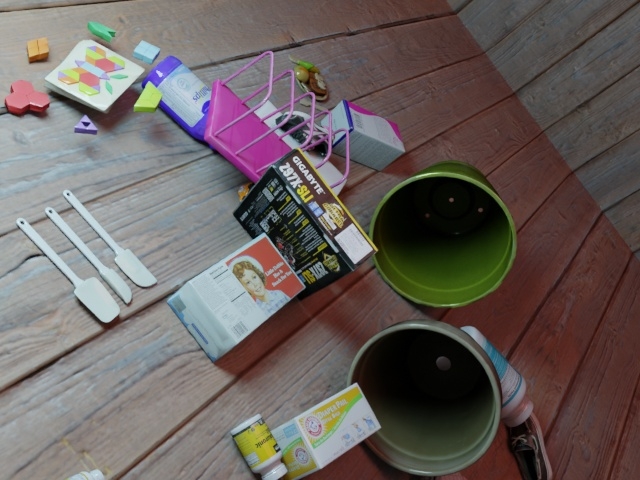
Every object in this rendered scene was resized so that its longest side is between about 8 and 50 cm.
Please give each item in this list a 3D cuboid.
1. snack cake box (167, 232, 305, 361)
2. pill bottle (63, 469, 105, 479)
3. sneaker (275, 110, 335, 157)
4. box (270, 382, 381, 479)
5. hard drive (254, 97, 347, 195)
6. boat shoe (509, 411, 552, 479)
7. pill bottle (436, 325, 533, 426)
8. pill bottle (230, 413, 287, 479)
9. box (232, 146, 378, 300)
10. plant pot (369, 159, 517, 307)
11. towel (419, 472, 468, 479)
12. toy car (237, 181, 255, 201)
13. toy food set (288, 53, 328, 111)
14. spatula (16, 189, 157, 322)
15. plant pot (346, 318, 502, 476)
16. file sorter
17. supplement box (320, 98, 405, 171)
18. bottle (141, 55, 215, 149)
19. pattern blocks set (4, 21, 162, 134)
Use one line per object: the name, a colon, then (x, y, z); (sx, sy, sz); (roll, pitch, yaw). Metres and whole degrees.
snack cake box: (-0.163, 0.108, 1.443); (0.152, 0.089, 0.264); (52, 37, 2)
pill bottle: (-0.363, 0.371, 1.056); (0.083, 0.043, 0.043); (-15, 73, -51)
sneaker: (-0.034, -0.271, 1.838); (0.178, 0.072, 0.077); (18, 59, -29)
box: (0.003, 0.373, 1.383); (0.203, 0.114, 0.103); (-16, 73, -50)
hard drive: (-0.077, -0.211, 1.830); (0.307, 0.040, 0.203); (45, 38, -10)
boat shoe: (0.536, 0.528, 1.851); (0.070, 0.078, 0.219); (6, 58, -45)
pill bottle: (0.422, 0.354, 1.815); (0.264, 0.146, 0.146); (46, 37, -10)
pill bottle: (-0.109, 0.382, 1.298); (0.065, 0.065, 0.116); (-23, 79, -52)
box: (-0.045, -0.021, 1.485); (0.079, 0.322, 0.257); (-40, 91, -25)
plant pot: (0.342, -0.060, 1.939); (0.366, 0.366, 0.353); (47, 25, -8)
towel: (0.304, 0.662, 1.500); (0.317, 0.053, 0.332); (48, 37, -16)
toy car: (-0.155, -0.106, 1.682); (0.041, 0.060, 0.122); (18, 5, 27)
toy food set: (-0.024, -0.468, 2.095); (0.132, 0.038, 0.192); (13, 52, -40)
spatula: (-0.424, 0.023, 1.294); (0.242, 0.019, 0.168); (49, 38, -5)
plant pot: (0.251, 0.311, 1.575); (0.323, 0.323, 0.280); (57, 21, 6)
file sorter: (-0.086, -0.245, 1.597); (0.291, 0.182, 0.202); (41, 34, -36)
supplement box: (0.124, -0.299, 2.055); (0.220, 0.114, 0.111); (16, 49, -37)
bottle: (-0.275, -0.295, 1.645); (0.283, 0.092, 0.118); (43, 36, -12)
pattern blocks set: (-0.466, -0.339, 1.462); (0.285, 0.026, 0.324); (17, 48, -13)
